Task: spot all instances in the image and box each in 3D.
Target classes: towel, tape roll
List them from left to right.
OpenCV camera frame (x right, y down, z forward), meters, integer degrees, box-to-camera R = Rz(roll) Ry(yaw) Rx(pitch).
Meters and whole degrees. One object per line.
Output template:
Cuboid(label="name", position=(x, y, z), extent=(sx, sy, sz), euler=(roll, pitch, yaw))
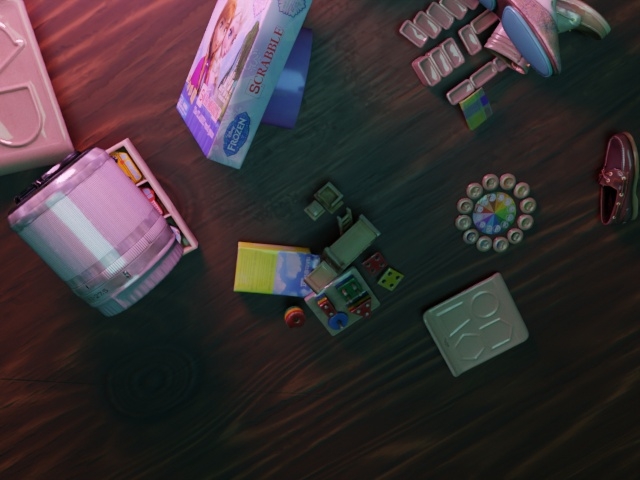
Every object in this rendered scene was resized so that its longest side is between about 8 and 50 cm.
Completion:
Cuboid(label="tape roll", position=(-0.073, -0.308, 1.230), extent=(0.080, 0.189, 0.189), euler=(11, 108, -8))
Cuboid(label="towel", position=(0.321, -0.270, 1.355), extent=(0.060, 0.009, 0.083), euler=(-37, 133, 1))

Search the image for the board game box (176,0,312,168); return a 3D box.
Cuboid(label="board game box", position=(-0.144, -0.325, 1.149), extent=(0.066, 0.318, 0.318), euler=(17, 107, -28))

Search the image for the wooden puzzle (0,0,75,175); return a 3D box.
Cuboid(label="wooden puzzle", position=(-0.670, -0.288, 1.248), extent=(0.322, 0.080, 0.347), euler=(-12, 115, 0))

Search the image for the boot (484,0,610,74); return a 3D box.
Cuboid(label="boot", position=(0.444, -0.400, 1.292), extent=(0.213, 0.077, 0.165), euler=(24, 98, -9))

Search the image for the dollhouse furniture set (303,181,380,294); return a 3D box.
Cuboid(label="dollhouse furniture set", position=(0.000, 0.000, 1.383), extent=(0.182, 0.101, 0.161), euler=(-43, 84, -14))

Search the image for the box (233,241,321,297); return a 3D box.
Cuboid(label="box", position=(-0.095, 0.065, 1.438), extent=(0.178, 0.042, 0.109), euler=(6, 110, -8))

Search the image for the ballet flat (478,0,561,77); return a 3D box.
Cuboid(label="ballet flat", position=(0.362, -0.445, 1.204), extent=(0.106, 0.107, 0.316), euler=(-38, 83, 1))

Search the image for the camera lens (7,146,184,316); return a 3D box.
Cuboid(label="camera lens", position=(-0.423, -0.021, 1.245), extent=(0.219, 0.219, 0.274), euler=(-36, 109, 8))

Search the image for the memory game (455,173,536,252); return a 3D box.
Cuboid(label="memory game", position=(0.388, -0.060, 1.455), extent=(0.186, 0.012, 0.186), euler=(-2, 110, -4))

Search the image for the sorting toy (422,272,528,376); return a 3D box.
Cuboid(label="sorting toy", position=(0.362, 0.196, 1.534), extent=(0.208, 0.038, 0.193), euler=(-30, 110, 1))

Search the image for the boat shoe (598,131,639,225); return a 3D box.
Cuboid(label="boat shoe", position=(0.640, -0.128, 1.421), extent=(0.073, 0.073, 0.207), euler=(-13, 110, -2))

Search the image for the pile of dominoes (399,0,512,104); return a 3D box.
Cuboid(label="pile of dominoes", position=(0.297, -0.413, 1.320), extent=(0.251, 0.040, 0.196), euler=(-36, 108, -1))

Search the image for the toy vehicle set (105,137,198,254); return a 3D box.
Cuboid(label="toy vehicle set", position=(-0.398, -0.058, 1.371), extent=(0.166, 0.035, 0.267), euler=(-29, 109, 6))

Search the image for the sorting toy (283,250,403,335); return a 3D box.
Cuboid(label="sorting toy", position=(0.063, 0.140, 1.456), extent=(0.274, 0.046, 0.132), euler=(-34, 125, 1))
